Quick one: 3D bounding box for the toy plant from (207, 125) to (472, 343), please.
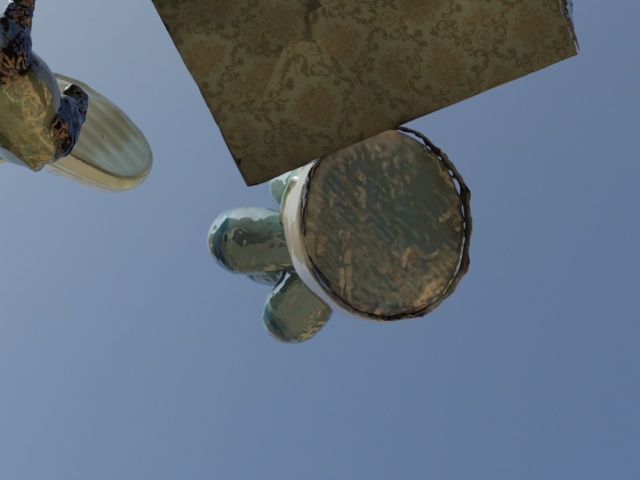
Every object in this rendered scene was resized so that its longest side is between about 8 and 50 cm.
[{"bbox_3d":[0.000,0.000,1.416,0.247,0.247,0.332,53,-28,-13],"label":"toy plant"}]

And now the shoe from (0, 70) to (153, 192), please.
[{"bbox_3d":[-0.374,-0.139,1.415,0.363,0.132,0.160,36,-47,10],"label":"shoe"}]

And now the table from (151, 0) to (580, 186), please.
[{"bbox_3d":[0.055,-0.252,1.128,0.335,0.272,0.222,-20,-69,19],"label":"table"}]

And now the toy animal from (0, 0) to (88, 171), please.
[{"bbox_3d":[-0.294,-0.161,1.048,0.093,0.121,0.225,-9,-44,8],"label":"toy animal"}]
